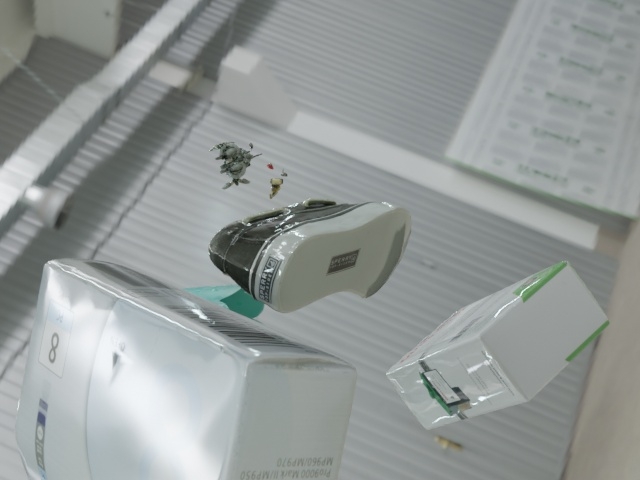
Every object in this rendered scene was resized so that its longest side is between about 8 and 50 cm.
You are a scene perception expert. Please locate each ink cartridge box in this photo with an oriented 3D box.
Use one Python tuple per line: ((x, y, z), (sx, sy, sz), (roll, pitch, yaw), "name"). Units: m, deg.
((-0.133, 0.227, 0.727), (0.091, 0.308, 0.384), (10, -87, -38), "ink cartridge box")
((0.199, 0.126, 1.218), (0.160, 0.092, 0.219), (-36, -1, -29), "ink cartridge box")

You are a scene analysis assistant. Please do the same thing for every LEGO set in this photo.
((-0.074, -0.075, 1.037), (0.023, 0.083, 0.054), (82, -161, -75), "LEGO set")

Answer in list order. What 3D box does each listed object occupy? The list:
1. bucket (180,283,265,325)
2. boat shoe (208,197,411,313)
((-0.171, 0.183, 1.232), (0.281, 0.183, 0.281), (0, -90, -80), "bucket")
((0.000, 0.000, 0.785), (0.219, 0.070, 0.077), (-6, -61, -61), "boat shoe")
